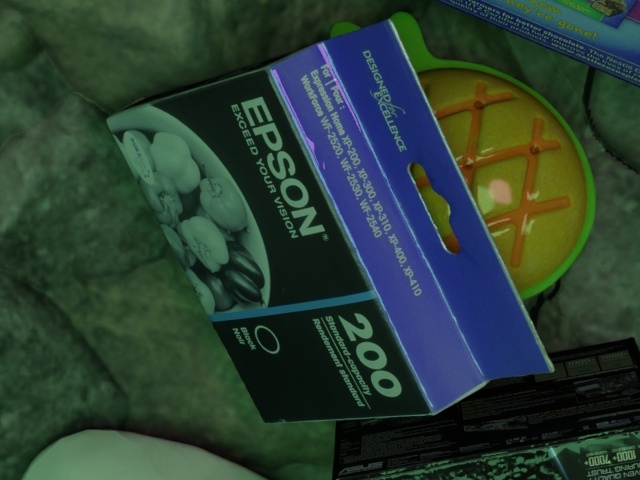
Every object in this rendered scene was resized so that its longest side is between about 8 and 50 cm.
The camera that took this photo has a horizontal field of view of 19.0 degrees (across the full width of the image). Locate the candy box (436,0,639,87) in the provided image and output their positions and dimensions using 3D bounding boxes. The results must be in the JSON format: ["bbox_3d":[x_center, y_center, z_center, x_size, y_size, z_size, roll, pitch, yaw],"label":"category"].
[{"bbox_3d":[0.134,-0.210,0.865,0.268,0.317,0.122,24,69,4],"label":"candy box"}]

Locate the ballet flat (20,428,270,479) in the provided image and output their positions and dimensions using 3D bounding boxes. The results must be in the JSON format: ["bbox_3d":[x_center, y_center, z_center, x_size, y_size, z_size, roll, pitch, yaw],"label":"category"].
[{"bbox_3d":[-0.006,0.251,1.106,0.400,0.139,0.139,37,103,-7],"label":"ballet flat"}]

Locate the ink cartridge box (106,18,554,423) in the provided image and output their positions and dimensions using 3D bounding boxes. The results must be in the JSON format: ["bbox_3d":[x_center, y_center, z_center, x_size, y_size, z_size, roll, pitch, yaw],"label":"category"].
[{"bbox_3d":[0.000,0.000,1.019,0.208,0.045,0.206,-12,109,49],"label":"ink cartridge box"}]

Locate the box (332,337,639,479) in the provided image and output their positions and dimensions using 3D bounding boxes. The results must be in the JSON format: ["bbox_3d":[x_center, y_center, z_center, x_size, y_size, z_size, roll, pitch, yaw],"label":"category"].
[{"bbox_3d":[0.101,0.126,1.060,0.180,0.147,0.077,-11,105,4],"label":"box"}]

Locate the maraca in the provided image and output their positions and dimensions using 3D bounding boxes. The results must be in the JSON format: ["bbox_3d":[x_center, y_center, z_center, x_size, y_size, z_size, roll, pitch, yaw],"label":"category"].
[{"bbox_3d":[0.064,-0.045,1.042,0.186,0.099,0.127,40,81,8],"label":"maraca"}]
